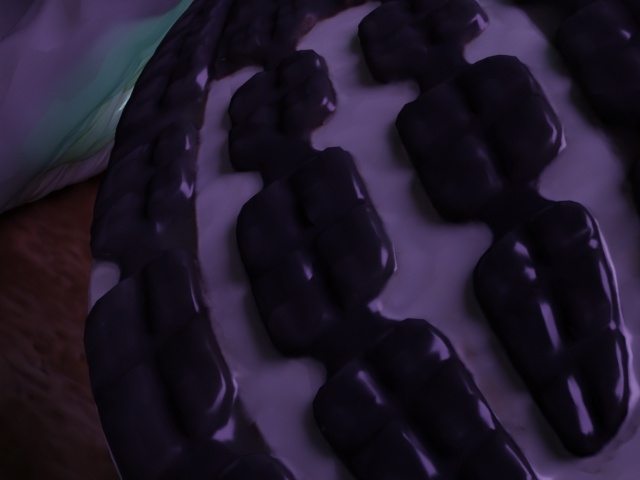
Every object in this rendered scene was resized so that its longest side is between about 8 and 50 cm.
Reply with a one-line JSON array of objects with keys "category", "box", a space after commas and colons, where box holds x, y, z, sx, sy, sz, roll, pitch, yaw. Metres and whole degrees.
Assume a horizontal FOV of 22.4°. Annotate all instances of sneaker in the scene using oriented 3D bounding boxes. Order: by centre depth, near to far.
[{"category": "sneaker", "box": [0.068, 0.099, 0.367, 0.182, 0.158, 0.410, 61, 6, -63]}]

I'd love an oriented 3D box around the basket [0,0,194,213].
[{"category": "basket", "box": [-0.078, -0.233, 0.527, 0.328, 0.331, 0.266, 47, 24, 7]}]
